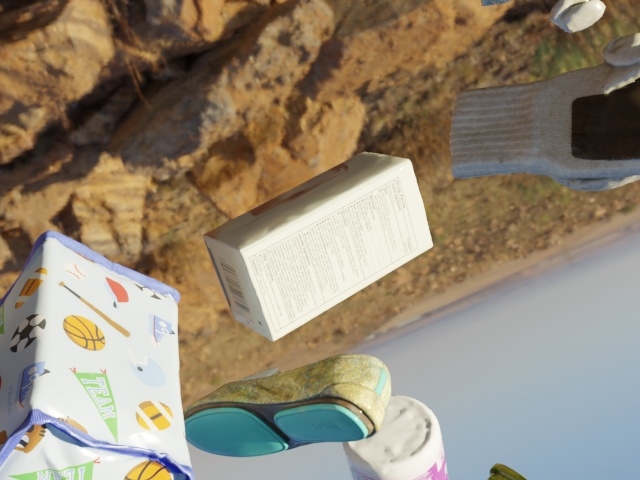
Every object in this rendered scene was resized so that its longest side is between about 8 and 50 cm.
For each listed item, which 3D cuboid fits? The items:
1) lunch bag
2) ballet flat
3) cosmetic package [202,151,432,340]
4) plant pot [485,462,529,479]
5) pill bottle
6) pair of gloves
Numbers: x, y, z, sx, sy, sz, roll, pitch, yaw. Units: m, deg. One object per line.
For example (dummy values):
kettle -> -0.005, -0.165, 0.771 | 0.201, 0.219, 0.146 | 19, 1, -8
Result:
lunch bag -> -0.326, 0.248, 1.041 | 0.239, 0.328, 0.385 | 31, 111, -27
ballet flat -> -0.045, 0.214, 1.185 | 0.348, 0.123, 0.123 | -18, 177, 42
cosmetic package -> 0.000, 0.000, 1.301 | 0.296, 0.153, 0.129 | -27, -155, -24
plant pot -> 0.221, 0.541, 1.128 | 0.353, 0.366, 0.366 | -39, 174, -11
pill bottle -> 0.143, 0.430, 1.579 | 0.169, 0.169, 0.301 | -21, 128, -10
pair of gloves -> 0.202, -0.157, 0.668 | 0.204, 0.240, 0.042 | 8, 171, 30
